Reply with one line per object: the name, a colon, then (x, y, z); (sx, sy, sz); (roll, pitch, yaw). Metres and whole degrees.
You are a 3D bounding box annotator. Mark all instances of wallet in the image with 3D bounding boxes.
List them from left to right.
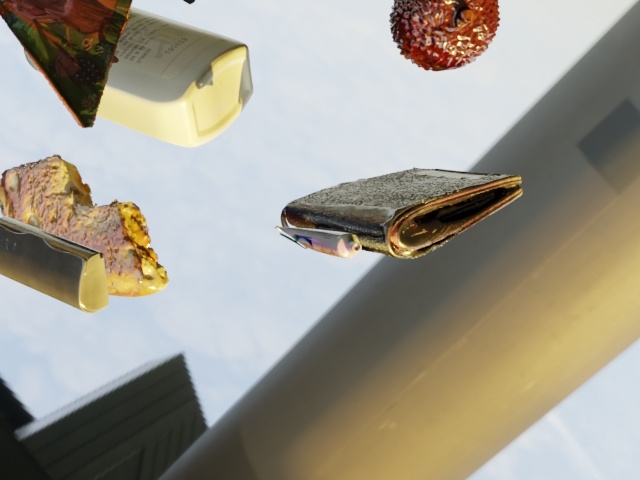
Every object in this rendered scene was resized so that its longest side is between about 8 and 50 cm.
wallet: (0.111, -0.046, 1.425); (0.262, 0.221, 0.072); (-23, -71, -36)

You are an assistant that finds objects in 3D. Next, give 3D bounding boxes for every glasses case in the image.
glasses case: (-0.314, 0.026, 1.205); (0.190, 0.072, 0.042); (17, -157, 39)

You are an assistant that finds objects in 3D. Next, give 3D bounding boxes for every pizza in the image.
pizza: (-0.328, -0.017, 1.464); (0.305, 0.161, 0.085); (32, -165, 21)

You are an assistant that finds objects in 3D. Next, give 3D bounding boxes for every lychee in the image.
lychee: (0.132, -0.248, 1.171); (0.123, 0.123, 0.129); (16, 180, -42)

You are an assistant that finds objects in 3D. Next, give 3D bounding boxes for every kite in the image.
kite: (-0.230, -0.242, 0.958); (0.233, 0.016, 0.321); (14, -121, -6)

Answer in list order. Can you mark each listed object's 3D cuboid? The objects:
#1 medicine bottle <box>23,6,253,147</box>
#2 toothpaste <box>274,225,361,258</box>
medicine bottle: (-0.266, -0.247, 1.486); (0.324, 0.124, 0.179); (22, -129, 24)
toothpaste: (0.000, 0.000, 1.211); (0.045, 0.028, 0.170); (27, 172, -27)
